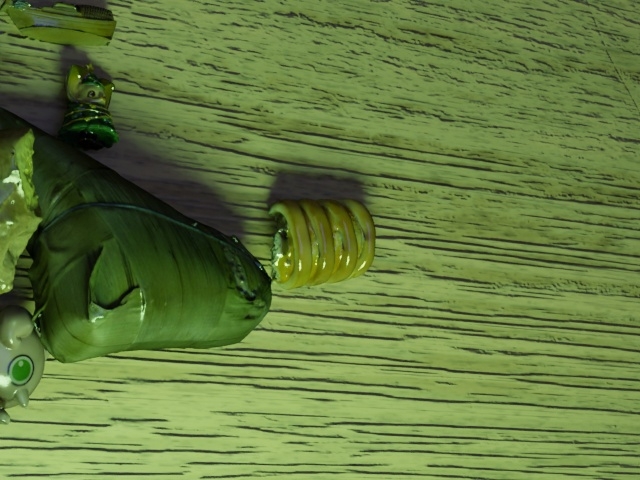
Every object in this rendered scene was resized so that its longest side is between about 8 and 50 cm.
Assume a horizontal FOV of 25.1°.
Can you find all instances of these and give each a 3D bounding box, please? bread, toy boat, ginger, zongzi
[{"bbox_3d":[0.000,0.000,1.924,0.177,0.084,0.119,-7,88,-33],"label":"bread"},{"bbox_3d":[-0.327,-0.276,1.796,0.149,0.047,0.049,4,69,-31],"label":"toy boat"},{"bbox_3d":[-0.449,-0.039,1.614,0.270,0.123,0.219,1,103,0],"label":"ginger"},{"bbox_3d":[-0.243,-0.022,1.784,0.323,0.160,0.360,4,49,-49],"label":"zongzi"}]

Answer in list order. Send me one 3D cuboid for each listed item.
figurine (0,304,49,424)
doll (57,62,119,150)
[{"bbox_3d":[-0.381,0.137,1.674,0.125,0.125,0.138,32,71,-22],"label":"figurine"},{"bbox_3d":[-0.299,-0.163,1.802,0.078,0.076,0.113,24,41,-50],"label":"doll"}]
